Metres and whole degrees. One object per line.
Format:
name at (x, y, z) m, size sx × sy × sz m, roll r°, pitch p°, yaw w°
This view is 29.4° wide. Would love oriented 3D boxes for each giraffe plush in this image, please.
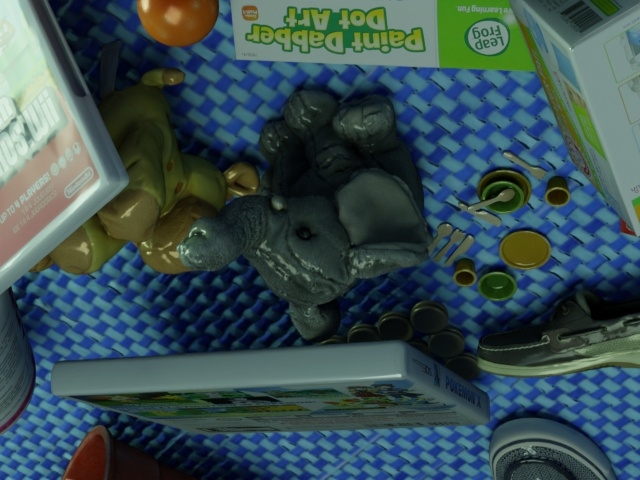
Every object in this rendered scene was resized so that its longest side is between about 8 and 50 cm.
giraffe plush at (-0.150, -0.039, 1.052) m, size 0.181 × 0.210 × 0.170 m, roll -2°, pitch 150°, yaw 34°

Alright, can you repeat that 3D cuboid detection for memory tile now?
memory tile at (0.079, 0.118, 1.238) m, size 0.148 × 0.012 × 0.113 m, roll -21°, pitch 124°, yaw 26°

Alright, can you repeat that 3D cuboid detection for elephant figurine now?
elephant figurine at (0.000, 0.000, 0.999) m, size 0.186 × 0.239 × 0.169 m, roll 6°, pitch 131°, yaw 5°

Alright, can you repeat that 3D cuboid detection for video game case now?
video game case at (-0.033, 0.145, 1.149) m, size 0.329 × 0.036 × 0.300 m, roll -5°, pitch 163°, yaw 20°
video game case at (-0.273, -0.116, 0.969) m, size 0.204 × 0.025 × 0.285 m, roll -36°, pitch 73°, yaw 33°

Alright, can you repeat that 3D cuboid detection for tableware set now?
tableware set at (0.169, -0.006, 1.108) m, size 0.104 × 0.024 × 0.154 m, roll 26°, pitch 129°, yaw -13°

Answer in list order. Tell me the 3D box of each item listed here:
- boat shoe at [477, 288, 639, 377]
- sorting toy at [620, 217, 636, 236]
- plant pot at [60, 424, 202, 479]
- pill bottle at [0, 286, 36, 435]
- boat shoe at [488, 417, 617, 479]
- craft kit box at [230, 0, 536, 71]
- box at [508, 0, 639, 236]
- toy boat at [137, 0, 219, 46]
boat shoe at (0.251, 0.080, 1.139) m, size 0.223 × 0.080 × 0.073 m, roll -7°, pitch 103°, yaw 25°
sorting toy at (0.353, -0.006, 0.990) m, size 0.274 × 0.046 × 0.132 m, roll 21°, pitch 142°, yaw 27°
plant pot at (-0.164, 0.374, 1.356) m, size 0.265 × 0.272 × 0.272 m, roll 21°, pitch 131°, yaw -19°
pill bottle at (-0.363, 0.076, 1.135) m, size 0.160 × 0.160 × 0.283 m, roll 10°, pitch 150°, yaw 2°
boat shoe at (0.276, 0.348, 1.303) m, size 0.127 × 0.158 × 0.340 m, roll -19°, pitch 125°, yaw 24°
craft kit box at (0.050, -0.246, 0.906) m, size 0.249 × 0.061 × 0.247 m, roll 3°, pitch 133°, yaw 8°
box at (0.229, -0.120, 0.904) m, size 0.103 × 0.114 × 0.203 m, roll -31°, pitch 131°, yaw 2°
toy boat at (-0.121, -0.205, 0.857) m, size 0.151 × 0.231 × 0.151 m, roll -30°, pitch 122°, yaw -8°
